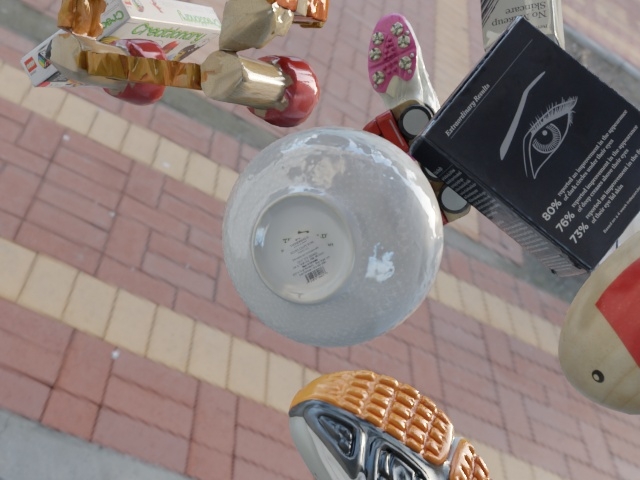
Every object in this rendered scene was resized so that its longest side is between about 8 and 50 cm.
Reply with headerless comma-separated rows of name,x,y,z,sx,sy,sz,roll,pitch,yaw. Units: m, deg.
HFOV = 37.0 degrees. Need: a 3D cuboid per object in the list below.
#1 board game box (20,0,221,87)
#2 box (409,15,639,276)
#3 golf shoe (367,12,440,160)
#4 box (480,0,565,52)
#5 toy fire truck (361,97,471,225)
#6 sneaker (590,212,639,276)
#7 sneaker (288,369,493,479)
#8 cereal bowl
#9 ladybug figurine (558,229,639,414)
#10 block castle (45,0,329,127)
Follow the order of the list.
board game box,-0.300,-0.308,1.500,0.053,0.193,0.305,62,22,2
box,0.214,-0.086,0.928,0.207,0.153,0.108,40,-4,2
golf shoe,0.179,-0.312,1.973,0.140,0.115,0.306,-6,86,-62
box,0.302,-0.394,1.453,0.094,0.113,0.275,43,42,-59
toy fire truck,0.118,-0.104,1.662,0.217,0.246,0.158,62,13,-6
sneaker,0.509,0.046,1.613,0.091,0.258,0.094,7,-11,5
sneaker,0.058,0.193,0.558,0.262,0.121,0.099,49,37,-8
cereal bowl,0.000,0.000,1.398,0.339,0.339,0.141,42,19,11
ladybug figurine,0.564,0.101,1.398,0.305,0.449,0.162,44,12,-28
block castle,-0.119,-0.373,1.109,0.303,0.453,0.213,12,6,25
